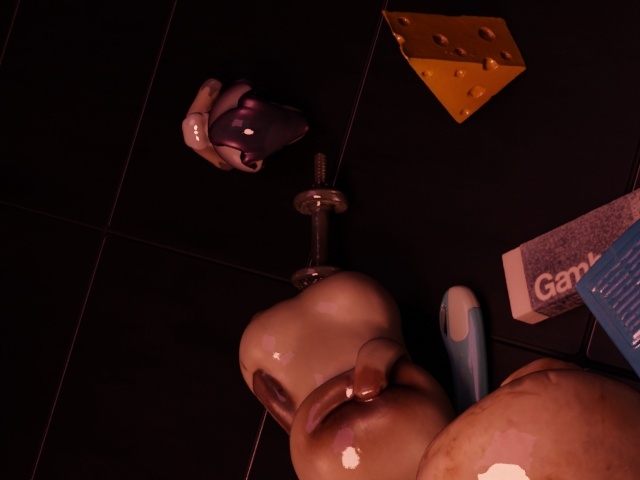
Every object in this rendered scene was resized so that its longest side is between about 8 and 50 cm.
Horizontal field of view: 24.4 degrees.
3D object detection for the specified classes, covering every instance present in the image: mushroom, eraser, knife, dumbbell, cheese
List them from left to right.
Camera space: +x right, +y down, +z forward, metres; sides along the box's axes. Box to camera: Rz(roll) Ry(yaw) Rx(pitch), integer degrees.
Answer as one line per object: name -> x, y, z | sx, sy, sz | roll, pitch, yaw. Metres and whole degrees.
dumbbell -> 0.000, 0.000, 2.034 | 0.082, 0.082, 0.254 | -18, 64, 41
cheese -> 0.154, -0.240, 1.894 | 0.126, 0.171, 0.093 | -41, 51, 30
knife -> 0.181, 0.163, 1.830 | 0.064, 0.031, 0.222 | -16, 68, 37
mushroom -> 0.244, 0.240, 1.574 | 0.297, 0.297, 0.290 | -41, 28, 29
eraser -> 0.314, 0.020, 1.731 | 0.212, 0.046, 0.091 | -28, 57, 37

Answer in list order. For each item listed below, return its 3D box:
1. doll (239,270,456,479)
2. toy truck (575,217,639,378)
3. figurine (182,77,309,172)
doll -> 0.037, 0.193, 1.820 | 0.370, 0.215, 0.226 | -128, 21, -55
toy truck -> 0.422, 0.145, 1.494 | 0.161, 0.162, 0.385 | -48, 48, 21
figurine -> -0.119, -0.171, 2.171 | 0.222, 0.145, 0.145 | 3, 78, 51
